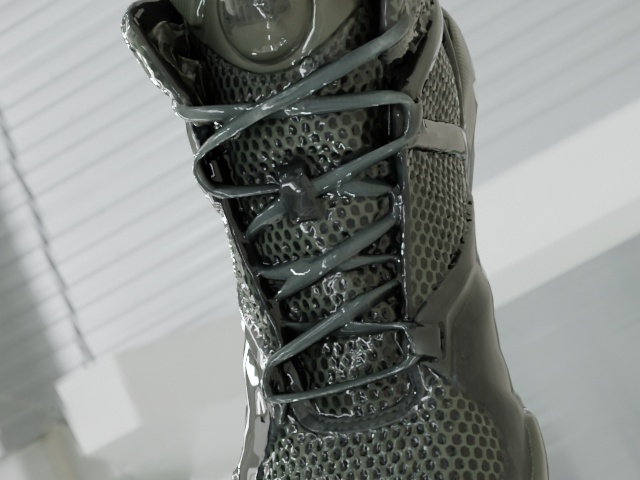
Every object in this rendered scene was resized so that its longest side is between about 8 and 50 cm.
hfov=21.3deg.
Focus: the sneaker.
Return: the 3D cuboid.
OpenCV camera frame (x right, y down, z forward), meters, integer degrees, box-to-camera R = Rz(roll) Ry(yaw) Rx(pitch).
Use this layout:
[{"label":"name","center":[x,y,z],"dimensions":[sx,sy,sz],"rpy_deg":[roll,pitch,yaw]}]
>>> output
[{"label":"sneaker","center":[0.000,0.000,0.436],"dimensions":[0.130,0.087,0.228],"rpy_deg":[52,-149,-52]}]
